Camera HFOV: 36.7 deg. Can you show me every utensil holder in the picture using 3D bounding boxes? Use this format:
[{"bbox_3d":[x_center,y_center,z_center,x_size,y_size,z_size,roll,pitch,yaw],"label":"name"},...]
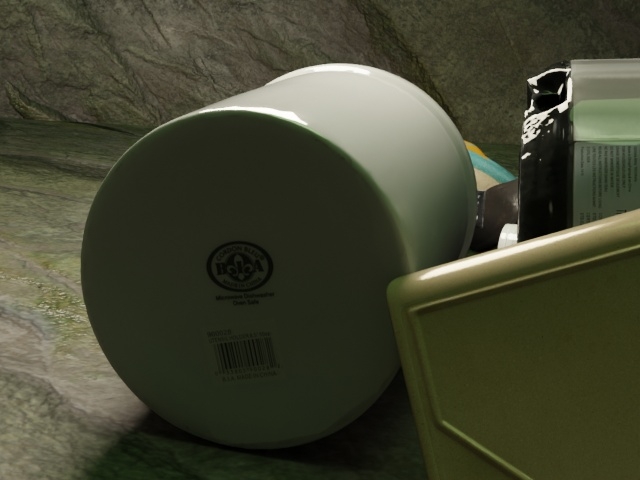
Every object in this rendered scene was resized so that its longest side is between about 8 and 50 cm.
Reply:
[{"bbox_3d":[-0.021,-0.008,0.989,0.327,0.328,0.385,7,14,13],"label":"utensil holder"}]

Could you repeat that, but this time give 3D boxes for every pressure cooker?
[{"bbox_3d":[0.391,0.018,0.875,0.420,0.370,0.375,0,24,14],"label":"pressure cooker"}]

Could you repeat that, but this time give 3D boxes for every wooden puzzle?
[{"bbox_3d":[0.175,0.108,0.696,0.220,0.239,0.044,-16,-27,12],"label":"wooden puzzle"}]

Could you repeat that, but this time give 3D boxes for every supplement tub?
[{"bbox_3d":[0.347,0.014,1.561,0.107,0.071,0.071,12,15,25],"label":"supplement tub"}]

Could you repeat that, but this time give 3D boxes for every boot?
[{"bbox_3d":[0.418,-0.052,1.710,0.280,0.264,0.096,22,22,-42],"label":"boot"}]

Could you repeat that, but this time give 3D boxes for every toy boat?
[{"bbox_3d":[0.247,-0.126,1.849,0.267,0.148,0.318,30,-8,-23],"label":"toy boat"}]

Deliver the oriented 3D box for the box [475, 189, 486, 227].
[{"bbox_3d":[0.080,-0.067,1.631,0.293,0.073,0.295,8,-1,-20],"label":"box"}]
